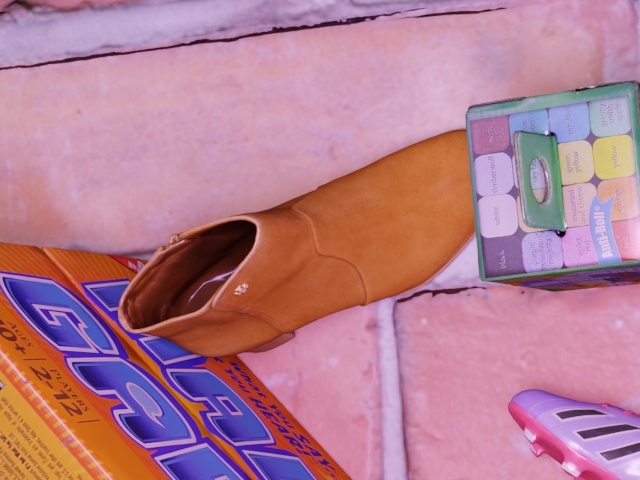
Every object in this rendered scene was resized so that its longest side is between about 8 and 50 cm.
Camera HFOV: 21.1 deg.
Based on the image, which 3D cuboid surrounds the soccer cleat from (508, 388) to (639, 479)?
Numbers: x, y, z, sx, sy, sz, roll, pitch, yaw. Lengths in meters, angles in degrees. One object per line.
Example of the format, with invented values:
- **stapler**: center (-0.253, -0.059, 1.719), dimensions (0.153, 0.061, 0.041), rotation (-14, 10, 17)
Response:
- **soccer cleat**: center (0.258, 0.170, 1.289), dimensions (0.248, 0.083, 0.095), rotation (31, 80, 23)

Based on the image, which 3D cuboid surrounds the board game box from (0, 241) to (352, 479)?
- **board game box**: center (-0.216, 0.252, 1.329), dimensions (0.356, 0.356, 0.356), rotation (45, 103, 19)

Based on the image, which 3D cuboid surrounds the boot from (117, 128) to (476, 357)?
- **boot**: center (-0.001, 0.000, 1.331), dimensions (0.295, 0.211, 0.104), rotation (-35, 72, 12)

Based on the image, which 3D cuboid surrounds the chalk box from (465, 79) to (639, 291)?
- **chalk box**: center (0.189, -0.037, 1.253), dimensions (0.132, 0.213, 0.132), rotation (-7, 84, 23)
